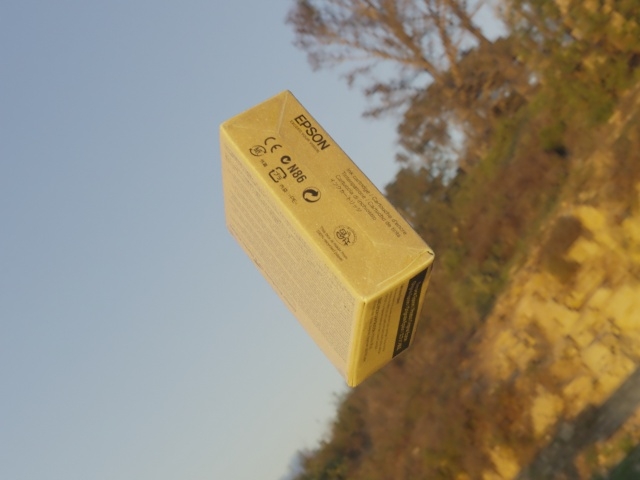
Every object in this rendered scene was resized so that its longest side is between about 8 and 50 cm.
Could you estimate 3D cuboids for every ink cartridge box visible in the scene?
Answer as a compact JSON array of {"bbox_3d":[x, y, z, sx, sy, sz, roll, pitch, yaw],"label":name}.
[{"bbox_3d":[0.000,0.000,1.097,0.088,0.234,0.193,-32,-24,-18],"label":"ink cartridge box"}]
